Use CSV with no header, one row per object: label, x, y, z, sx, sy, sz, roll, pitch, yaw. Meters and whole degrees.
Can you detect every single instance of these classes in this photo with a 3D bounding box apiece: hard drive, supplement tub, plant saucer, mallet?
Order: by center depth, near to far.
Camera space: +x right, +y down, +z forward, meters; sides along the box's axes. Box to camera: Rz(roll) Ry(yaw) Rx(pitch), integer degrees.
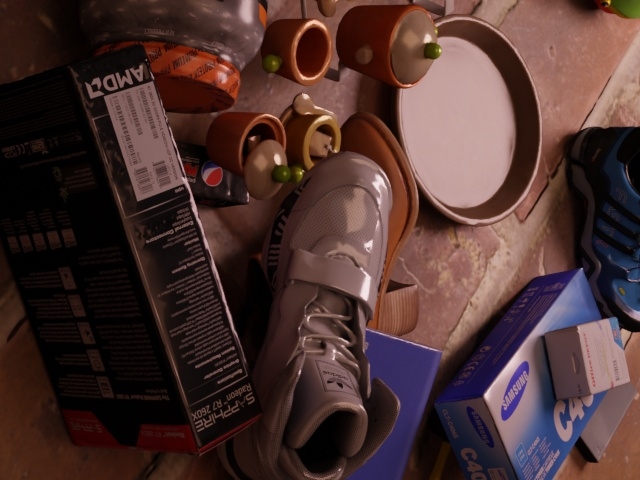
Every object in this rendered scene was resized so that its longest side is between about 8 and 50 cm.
supplement tub,-0.144,-0.302,1.415,0.193,0.193,0.316,15,78,-39
hard drive,0.007,0.250,1.540,0.210,0.040,0.319,19,88,-36
mallet,0.147,0.298,1.694,0.039,0.062,0.190,30,68,-36
plant saucer,0.187,-0.155,1.785,0.277,0.041,0.278,5,82,-41
hard drive,0.393,0.232,1.937,0.094,0.022,0.135,53,56,-24

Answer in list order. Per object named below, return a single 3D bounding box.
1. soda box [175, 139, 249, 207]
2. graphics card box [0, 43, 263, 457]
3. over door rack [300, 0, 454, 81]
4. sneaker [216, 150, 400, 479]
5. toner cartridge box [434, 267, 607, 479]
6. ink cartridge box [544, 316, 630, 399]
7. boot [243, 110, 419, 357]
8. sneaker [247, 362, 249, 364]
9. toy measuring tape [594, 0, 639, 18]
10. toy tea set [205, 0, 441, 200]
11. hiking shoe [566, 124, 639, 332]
soda box,-0.156,-0.075,1.474,0.168,0.053,0.060,9,81,-39
graphics card box,-0.206,0.016,1.307,0.094,0.232,0.371,-26,102,-38
over door rack,0.025,-0.383,1.638,0.239,0.108,0.324,-37,124,-36
sneaker,0.013,0.091,1.367,0.137,0.210,0.366,19,88,-20
toner cartridge box,0.274,0.186,1.754,0.348,0.075,0.165,-42,112,-50
ink cartridge box,0.340,0.150,1.744,0.122,0.052,0.089,-4,82,-55
boot,0.000,0.000,1.582,0.220,0.109,0.284,-10,101,-37
sneaker,-0.109,0.158,1.497,0.134,0.051,0.070,39,64,-28
toy measuring tape,0.484,-0.402,2.019,0.330,0.121,0.121,-34,108,-46
toy tea set,0.020,-0.172,1.496,0.336,0.124,0.200,-61,142,-17
hiking shoe,0.435,-0.015,1.923,0.113,0.132,0.304,-21,100,-40
